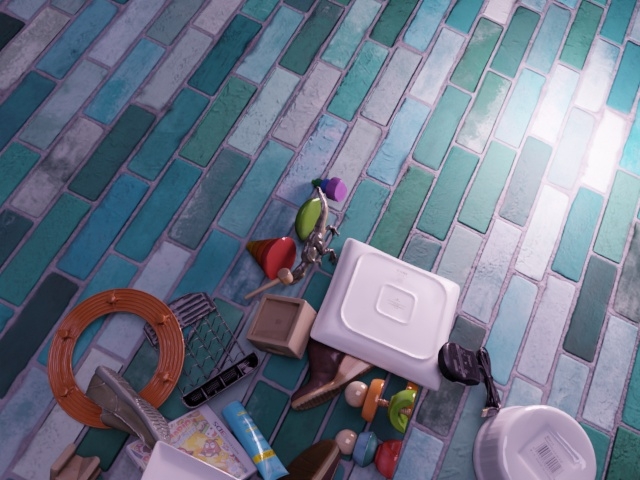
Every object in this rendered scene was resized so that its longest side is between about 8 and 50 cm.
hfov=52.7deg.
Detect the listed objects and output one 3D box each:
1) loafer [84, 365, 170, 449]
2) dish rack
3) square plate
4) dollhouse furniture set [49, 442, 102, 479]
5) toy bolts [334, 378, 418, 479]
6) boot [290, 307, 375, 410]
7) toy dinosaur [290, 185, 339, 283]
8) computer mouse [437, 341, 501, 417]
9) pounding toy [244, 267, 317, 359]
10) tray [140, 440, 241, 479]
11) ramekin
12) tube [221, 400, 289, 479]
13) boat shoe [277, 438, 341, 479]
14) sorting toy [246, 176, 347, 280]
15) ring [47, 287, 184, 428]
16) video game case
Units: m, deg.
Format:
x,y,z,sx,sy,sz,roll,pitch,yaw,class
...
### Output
x,y,z,sx,sy,sz,roll,pitch,yaw,class
-0.431,0.385,1.436,0.251,0.094,0.087,36,83,27,loafer
-0.303,0.258,1.597,0.208,0.074,0.271,-30,74,-20,dish rack
0.186,0.173,1.681,0.347,0.049,0.344,24,52,-1,square plate
-0.485,0.708,1.334,0.362,0.256,0.394,28,44,3,dollhouse furniture set
0.131,0.431,1.566,0.159,0.218,0.228,16,97,13,toy bolts
-0.008,0.293,1.640,0.249,0.090,0.206,-28,62,-18,boot
0.000,0.000,1.734,0.118,0.064,0.268,18,88,-44,toy dinosaur
0.364,0.353,1.616,0.262,0.060,0.184,17,55,-50,computer mouse
-0.104,0.180,1.649,0.181,0.094,0.206,6,61,29,pounding toy
-0.252,0.541,1.349,0.270,0.030,0.145,32,41,-14,tray
0.527,0.535,1.577,0.278,0.135,0.277,3,66,-7,ramekin
-0.157,0.472,1.515,0.080,0.052,0.207,-4,46,-51,tube
-0.046,0.619,1.475,0.123,0.123,0.342,49,57,-19,boat shoe
-0.077,-0.054,1.772,0.126,0.127,0.365,21,58,33,sorting toy
-0.492,0.274,1.539,0.337,0.032,0.336,-2,70,4,ring
-0.283,0.490,1.448,0.206,0.026,0.227,43,38,23,video game case
